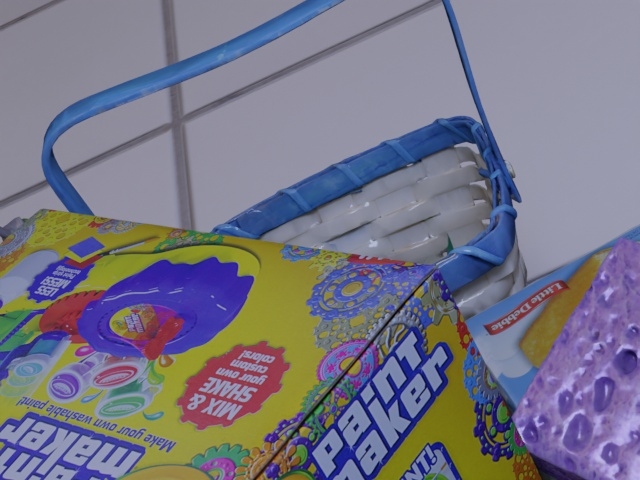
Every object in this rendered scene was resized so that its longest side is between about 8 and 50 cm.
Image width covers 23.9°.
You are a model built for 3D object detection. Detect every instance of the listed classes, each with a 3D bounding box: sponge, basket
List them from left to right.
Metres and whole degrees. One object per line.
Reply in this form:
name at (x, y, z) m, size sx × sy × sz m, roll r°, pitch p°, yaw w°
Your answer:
basket at (0.000, 0.000, 0.925) m, size 0.255 × 0.289 × 0.201 m, roll -22°, pitch 31°, yaw 8°
sponge at (0.200, 0.087, 0.668) m, size 0.210 × 0.031 × 0.117 m, roll 24°, pitch 70°, yaw 26°

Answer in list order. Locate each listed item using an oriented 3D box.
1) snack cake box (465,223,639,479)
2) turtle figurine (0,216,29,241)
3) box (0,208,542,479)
snack cake box at (0.226, 0.055, 0.799) m, size 0.264 × 0.152 × 0.089 m, roll -30°, pitch 31°, yaw -1°
turtle figurine at (-0.255, 0.062, 1.095) m, size 0.275 × 0.197 × 0.266 m, roll 10°, pitch 6°, yaw -14°
box at (-0.046, 0.154, 0.743) m, size 0.290 × 0.279 × 0.177 m, roll 9°, pitch 47°, yaw 45°
